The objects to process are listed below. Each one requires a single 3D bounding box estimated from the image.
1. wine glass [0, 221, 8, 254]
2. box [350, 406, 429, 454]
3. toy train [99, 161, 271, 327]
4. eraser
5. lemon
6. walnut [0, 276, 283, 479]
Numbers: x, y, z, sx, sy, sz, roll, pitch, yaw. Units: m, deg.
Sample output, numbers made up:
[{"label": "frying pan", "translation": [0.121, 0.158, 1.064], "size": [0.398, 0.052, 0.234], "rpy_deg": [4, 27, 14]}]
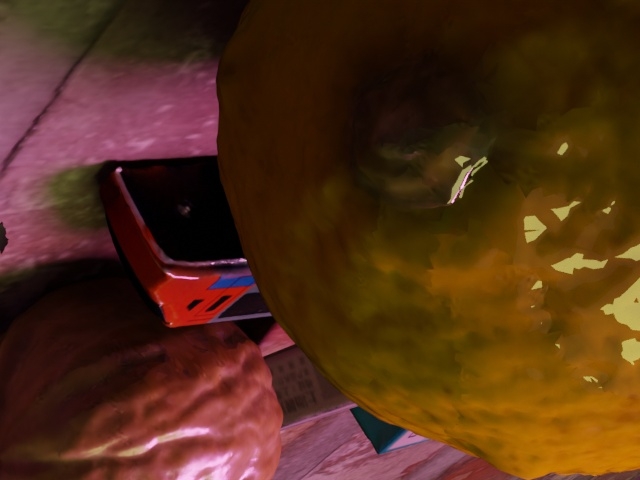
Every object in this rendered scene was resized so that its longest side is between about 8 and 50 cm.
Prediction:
[{"label": "wine glass", "translation": [-0.235, 0.054, 0.879], "size": [0.079, 0.079, 0.195], "rpy_deg": [-12, 154, -43]}, {"label": "box", "translation": [0.146, 0.088, 1.496], "size": [0.153, 0.092, 0.245], "rpy_deg": [-6, 147, -49]}, {"label": "toy train", "translation": [0.000, 0.000, 1.082], "size": [0.089, 0.086, 0.409], "rpy_deg": [-42, 158, 32]}, {"label": "eraser", "translation": [-0.015, 0.113, 1.265], "size": [0.089, 0.061, 0.352], "rpy_deg": [-9, 170, -46]}, {"label": "lemon", "translation": [0.124, -0.054, 0.765], "size": [0.350, 0.350, 0.387], "rpy_deg": [-39, 166, 19]}, {"label": "walnut", "translation": [-0.127, 0.121, 1.047], "size": [0.213, 0.213, 0.213], "rpy_deg": [-28, 160, -11]}]
